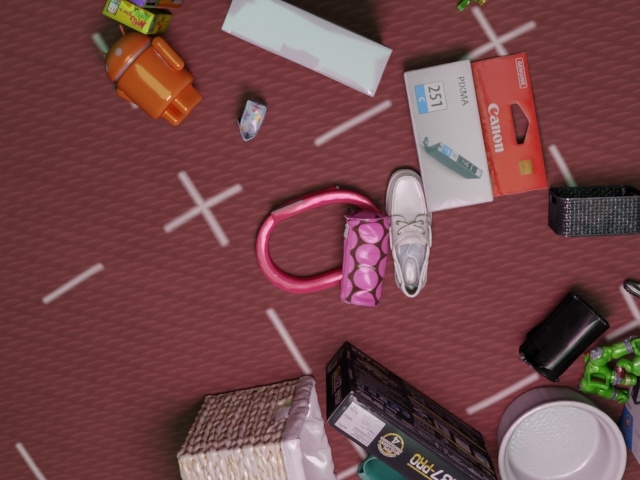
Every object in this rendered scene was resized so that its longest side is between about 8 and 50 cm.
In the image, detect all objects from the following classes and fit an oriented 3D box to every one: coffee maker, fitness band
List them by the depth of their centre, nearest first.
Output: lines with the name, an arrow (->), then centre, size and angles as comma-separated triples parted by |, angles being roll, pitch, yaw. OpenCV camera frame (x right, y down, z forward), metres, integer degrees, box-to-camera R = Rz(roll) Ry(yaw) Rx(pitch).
coffee maker -> 0.527, 0.211, 1.906 | 0.120, 0.171, 0.178 | 41, 100, 9
fitness band -> 0.000, 0.000, 1.932 | 0.291, 0.054, 0.209 | -19, 106, 7

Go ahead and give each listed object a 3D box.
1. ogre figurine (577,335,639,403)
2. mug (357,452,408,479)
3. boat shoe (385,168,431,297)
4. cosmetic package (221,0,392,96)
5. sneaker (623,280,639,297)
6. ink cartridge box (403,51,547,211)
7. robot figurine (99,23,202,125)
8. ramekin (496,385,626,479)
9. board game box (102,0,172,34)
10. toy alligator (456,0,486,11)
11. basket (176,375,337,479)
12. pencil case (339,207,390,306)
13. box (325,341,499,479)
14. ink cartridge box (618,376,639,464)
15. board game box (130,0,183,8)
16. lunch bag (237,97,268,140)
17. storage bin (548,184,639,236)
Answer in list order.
ogre figurine -> 0.639, 0.285, 1.946 | 0.118, 0.197, 0.097 | 2, 61, -1
mug -> 0.162, 0.498, 2.020 | 0.158, 0.097, 0.129 | 12, 132, 22
boat shoe -> 0.195, -0.012, 1.896 | 0.098, 0.096, 0.277 | -6, 104, 4
cosmetic package -> -0.019, -0.380, 1.665 | 0.284, 0.377, 0.097 | 21, 103, -4
sneaker -> 0.716, 0.109, 1.946 | 0.109, 0.040, 0.043 | 24, 87, -8
ink cartridge box -> 0.324, -0.226, 1.834 | 0.261, 0.066, 0.296 | -11, 95, 5
robot figurine -> -0.351, -0.336, 1.816 | 0.219, 0.158, 0.128 | 43, 80, -9
ramekin -> 0.528, 0.462, 1.987 | 0.277, 0.135, 0.277 | 0, 103, 1
board game box -> -0.360, -0.450, 1.758 | 0.092, 0.181, 0.043 | 26, 104, -5
toy alligator -> 0.349, -0.534, 1.783 | 0.190, 0.051, 0.056 | -43, 99, 11
basket -> -0.121, 0.518, 1.928 | 0.266, 0.328, 0.331 | -10, 104, 8
pencil case -> 0.088, 0.040, 1.869 | 0.098, 0.095, 0.209 | -8, 108, -34
box -> 0.192, 0.400, 1.887 | 0.395, 0.318, 0.097 | 35, 102, -8
ink cartridge box -> 0.766, 0.330, 1.901 | 0.129, 0.223, 0.307 | 10, 104, 0
board game box -> -0.363, -0.669, 1.613 | 0.356, 0.356, 0.356 | 30, 103, -6
lunch bag -> -0.146, -0.253, 1.859 | 0.053, 0.071, 0.083 | 19, 105, -4
storage bin -> 0.578, -0.063, 1.859 | 0.180, 0.122, 0.084 | -1, 104, 2
